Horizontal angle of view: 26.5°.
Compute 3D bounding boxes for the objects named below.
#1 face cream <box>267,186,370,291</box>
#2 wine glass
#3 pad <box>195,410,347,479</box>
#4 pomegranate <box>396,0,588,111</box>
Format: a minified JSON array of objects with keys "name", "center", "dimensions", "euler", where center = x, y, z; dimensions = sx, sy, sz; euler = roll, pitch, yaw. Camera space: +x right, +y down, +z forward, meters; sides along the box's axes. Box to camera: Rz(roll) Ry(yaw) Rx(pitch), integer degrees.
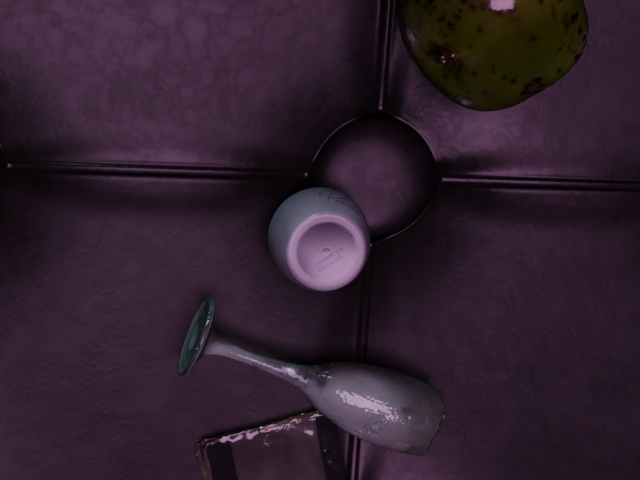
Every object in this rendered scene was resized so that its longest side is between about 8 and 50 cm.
[{"name":"face cream","center":[0.000,0.000,1.546],"dimensions":[0.117,0.104,0.117],"euler":[-2,104,-8]},{"name":"wine glass","center":[-0.029,0.239,1.563],"dimensions":[0.309,0.096,0.264],"euler":[22,66,-14]},{"name":"pad","center":[-0.044,0.328,1.673],"dimensions":[0.174,0.022,0.233],"euler":[-16,108,-5]},{"name":"pomegranate","center":[0.200,-0.268,1.473],"dimensions":[0.214,0.214,0.248],"euler":[44,62,-16]}]
